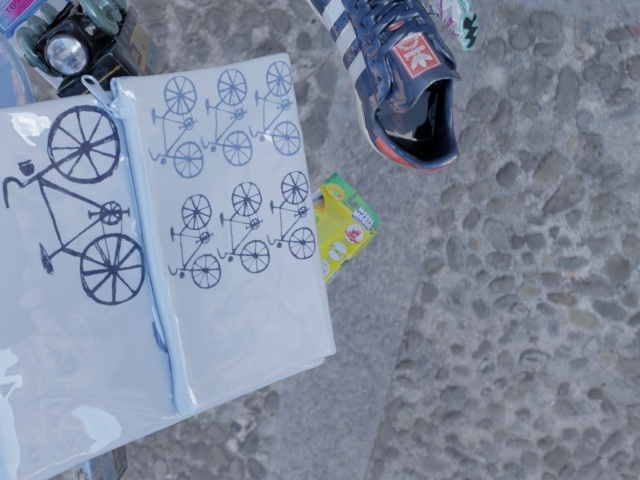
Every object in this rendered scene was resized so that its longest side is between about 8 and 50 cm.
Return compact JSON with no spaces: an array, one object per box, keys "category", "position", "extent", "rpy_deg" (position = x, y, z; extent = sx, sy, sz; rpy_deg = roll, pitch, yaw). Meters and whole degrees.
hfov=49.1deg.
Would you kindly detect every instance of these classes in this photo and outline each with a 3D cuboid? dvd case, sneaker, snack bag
[{"category":"dvd case","position":[-0.265,0.166,0.812],"extent":[0.022,0.180,0.252],"rpy_deg":[-9,88,-6]},{"category":"sneaker","position":[0.163,-0.292,0.906],"extent":[0.069,0.038,0.098],"rpy_deg":[5,115,51]},{"category":"sneaker","position":[0.076,-0.225,0.750],"extent":[0.131,0.148,0.350],"rpy_deg":[-30,124,-3]},{"category":"snack bag","position":[-0.147,0.017,0.610],"extent":[0.037,0.343,0.322],"rpy_deg":[14,116,54]}]

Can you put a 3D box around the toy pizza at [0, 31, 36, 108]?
[{"category":"toy pizza","position":[-0.376,-0.147,0.737],"extent":[0.201,0.032,0.201],"rpy_deg":[7,112,18]}]

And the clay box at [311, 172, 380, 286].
[{"category":"clay box","position":[0.000,0.000,1.232],"extent":[0.222,0.053,0.127],"rpy_deg":[-46,75,17]}]

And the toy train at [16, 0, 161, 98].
[{"category":"toy train","position":[-0.314,-0.272,1.011],"extent":[0.142,0.334,0.190],"rpy_deg":[-33,119,8]}]

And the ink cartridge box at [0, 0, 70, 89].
[{"category":"ink cartridge box","position":[-0.589,-0.464,1.470],"extent":[0.151,0.395,0.270],"rpy_deg":[-45,145,-4]}]
